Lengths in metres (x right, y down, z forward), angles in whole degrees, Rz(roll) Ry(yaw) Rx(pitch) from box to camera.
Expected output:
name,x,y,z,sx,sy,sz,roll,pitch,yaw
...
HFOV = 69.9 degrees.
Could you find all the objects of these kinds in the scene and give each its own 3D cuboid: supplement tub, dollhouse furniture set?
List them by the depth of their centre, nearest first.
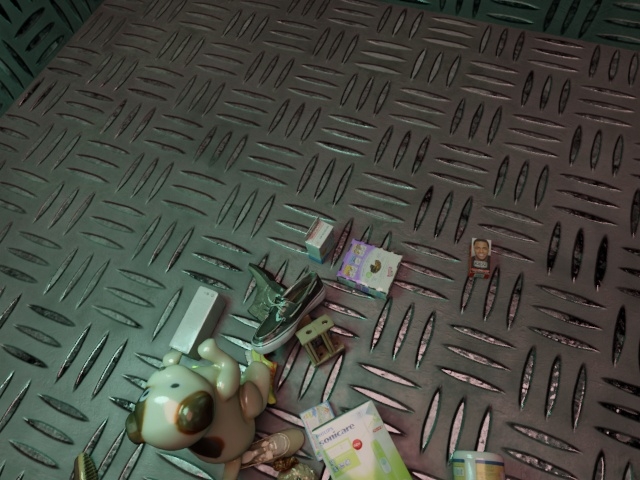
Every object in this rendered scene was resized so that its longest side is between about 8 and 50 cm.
name,x,y,z,sx,sy,sz,roll,pitch,yaw
supplement tub,0.455,0.714,1.309,0.145,0.144,0.199,3,64,6
dollhouse furniture set,-0.024,0.310,1.587,0.129,0.129,0.183,-30,35,-11

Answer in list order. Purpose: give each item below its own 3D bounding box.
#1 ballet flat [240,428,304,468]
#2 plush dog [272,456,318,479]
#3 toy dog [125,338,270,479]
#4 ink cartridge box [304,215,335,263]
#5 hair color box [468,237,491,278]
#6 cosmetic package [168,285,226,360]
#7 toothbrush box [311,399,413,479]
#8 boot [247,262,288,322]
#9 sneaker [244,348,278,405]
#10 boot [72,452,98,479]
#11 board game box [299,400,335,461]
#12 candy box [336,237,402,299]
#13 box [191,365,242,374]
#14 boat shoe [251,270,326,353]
name,x,y,z,sx,sy,sz,roll,pitch,yaw
ballet flat,-0.172,0.655,1.429,0.249,0.086,0.086,-19,63,-5
plush dog,-0.089,0.767,1.337,0.262,0.211,0.225,46,58,-5
toy dog,-0.355,0.480,1.285,0.285,0.408,0.395,-7,64,16
ink cartridge box,0.000,0.000,1.686,0.062,0.181,0.104,26,69,17
hair color box,0.584,0.065,1.680,0.072,0.043,0.141,7,64,9
cosmetic package,-0.429,0.293,1.615,0.086,0.117,0.231,18,65,14
toothbrush box,0.125,0.653,1.361,0.206,0.122,0.283,-25,72,-8
boot,-0.222,0.195,1.660,0.247,0.083,0.161,36,93,40
sneaker,-0.181,0.447,1.535,0.094,0.081,0.208,-22,63,-8
boot,-0.798,0.806,1.402,0.207,0.090,0.248,-17,67,-6
board game box,0.009,0.608,1.467,0.104,0.026,0.154,-23,64,-7
candy box,0.181,0.104,1.680,0.196,0.070,0.164,20,67,15
box,-0.355,0.487,1.550,0.179,0.042,0.108,3,65,7
boat shoe,-0.118,0.227,1.530,0.121,0.119,0.335,13,47,41
